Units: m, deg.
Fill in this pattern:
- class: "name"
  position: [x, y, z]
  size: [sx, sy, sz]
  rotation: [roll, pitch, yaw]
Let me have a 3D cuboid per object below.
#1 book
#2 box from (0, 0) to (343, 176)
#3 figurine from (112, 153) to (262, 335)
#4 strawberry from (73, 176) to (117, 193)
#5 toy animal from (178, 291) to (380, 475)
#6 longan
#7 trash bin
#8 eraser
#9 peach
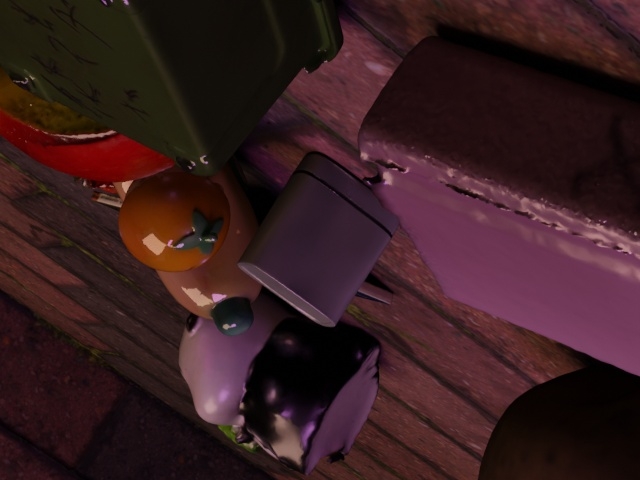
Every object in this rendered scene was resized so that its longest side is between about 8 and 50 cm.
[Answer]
- class: "book"
  position: [-0.096, 0.007, 1.903]
  size: [0.228, 0.018, 0.322]
  rotation: [24, 175, -41]
- class: "box"
  position: [-0.139, -0.198, 1.140]
  size: [0.253, 0.177, 0.328]
  rotation: [25, 164, 21]
- class: "figurine"
  position: [-0.149, -0.047, 1.602]
  size: [0.222, 0.124, 0.324]
  rotation: [-106, -8, -49]
- class: "strawberry"
  position: [-0.190, -0.072, 1.837]
  size: [0.187, 0.082, 0.146]
  rotation: [18, -173, -3]
- class: "toy animal"
  position: [-0.067, 0.187, 2.167]
  size: [0.267, 0.212, 0.212]
  rotation: [21, 162, 26]
- class: "longan"
  position: [0.298, 0.257, 1.554]
  size: [0.288, 0.288, 0.350]
  rotation: [41, 171, -30]
- class: "trash bin"
  position: [0.000, 0.000, 1.582]
  size: [0.116, 0.130, 0.059]
  rotation: [36, 165, -14]
- class: "eraser"
  position: [0.229, 0.005, 1.170]
  size: [0.359, 0.122, 0.272]
  rotation: [24, 165, 32]
- class: "peach"
  position: [-0.202, -0.130, 1.408]
  size: [0.267, 0.154, 0.159]
  rotation: [2, 160, 18]
